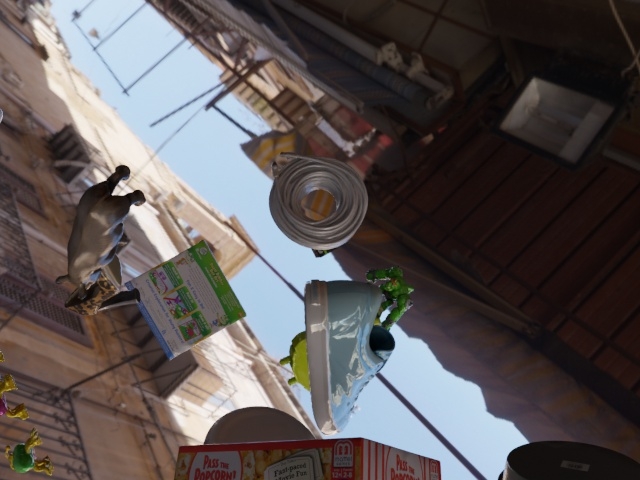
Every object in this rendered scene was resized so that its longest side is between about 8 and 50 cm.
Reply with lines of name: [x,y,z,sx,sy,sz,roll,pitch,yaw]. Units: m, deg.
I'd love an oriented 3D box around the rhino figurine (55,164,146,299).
rhino figurine: [-0.350,0.004,0.863,0.243,0.073,0.106,-58,-177,30]

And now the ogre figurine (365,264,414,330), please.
ogre figurine: [0.199,0.151,1.597,0.118,0.097,0.197,-35,-151,26]

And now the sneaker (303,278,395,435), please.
sneaker: [0.056,0.218,0.963,0.150,0.366,0.135,-2,-138,3]

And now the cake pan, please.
cake pan: [0.498,0.465,1.090,0.293,0.293,0.054,-2,-89,32]

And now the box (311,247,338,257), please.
box: [0.000,0.000,1.572,0.062,0.083,0.052,-29,-175,-16]

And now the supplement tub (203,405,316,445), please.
supplement tub: [-0.129,0.493,1.010,0.207,0.207,0.338,37,-58,43]

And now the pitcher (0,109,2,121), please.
pitcher: [-0.464,-0.189,0.590,0.177,0.207,0.126,8,-112,24]

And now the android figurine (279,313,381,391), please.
android figurine: [0.034,0.280,1.393,0.272,0.248,0.056,-24,-159,-6]

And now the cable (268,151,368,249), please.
cable: [-0.007,-0.099,1.456,0.257,0.089,0.257,4,-108,-2]

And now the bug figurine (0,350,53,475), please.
bug figurine: [-0.613,0.360,1.100,0.072,0.279,0.216,-24,-171,-31]

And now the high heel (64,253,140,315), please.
high heel: [-0.564,0.100,1.328,0.186,0.261,0.093,-10,-125,-1]

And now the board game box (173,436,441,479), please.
board game box: [-0.010,0.213,0.496,0.193,0.146,0.045,-15,-123,30]

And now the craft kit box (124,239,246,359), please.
craft kit box: [-0.373,0.163,1.557,0.246,0.250,0.061,-29,-176,-5]
